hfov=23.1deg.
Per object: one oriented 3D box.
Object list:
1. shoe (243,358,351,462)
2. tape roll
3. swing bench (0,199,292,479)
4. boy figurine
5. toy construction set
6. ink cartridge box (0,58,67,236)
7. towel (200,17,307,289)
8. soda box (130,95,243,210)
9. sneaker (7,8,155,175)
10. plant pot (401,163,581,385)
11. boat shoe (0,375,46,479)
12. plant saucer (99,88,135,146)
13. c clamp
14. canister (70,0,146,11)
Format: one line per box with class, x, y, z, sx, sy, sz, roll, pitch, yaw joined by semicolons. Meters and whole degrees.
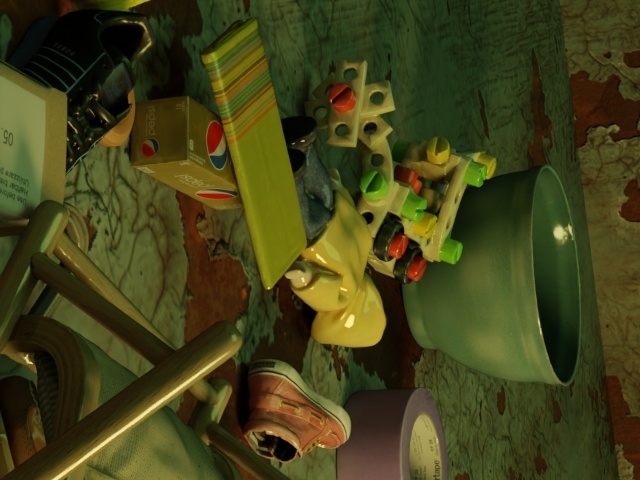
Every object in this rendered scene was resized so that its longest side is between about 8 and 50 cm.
shoe;-0.026;0.194;1.595;0.178;0.063;0.081;48;42;-50
tape roll;0.088;0.269;1.847;0.189;0.080;0.189;-5;90;-69
swing bench;-0.128;0.164;0.868;0.254;0.165;0.253;-51;145;-11
boy figurine;0.000;0.000;1.666;0.177;0.092;0.285;-75;152;-43
toy construction set;0.095;-0.071;1.848;0.328;0.151;0.215;37;75;-53
ink cartridge box;-0.273;-0.058;0.808;0.235;0.193;0.088;30;57;-65
towel;-0.061;-0.081;1.459;0.102;0.021;0.237;-49;131;-56
soda box;-0.108;-0.078;1.442;0.181;0.058;0.061;29;58;-66
sneaker;-0.194;-0.098;1.171;0.232;0.090;0.081;-76;152;-42
plant pot;0.223;0.053;2.093;0.293;0.196;0.293;-5;90;-70
boat shoe;-0.162;0.215;1.110;0.110;0.104;0.307;-125;-161;-58
plant saucer;-0.178;-0.122;1.329;0.083;0.013;0.083;-5;90;-69
c clamp;-0.212;0.031;1.123;0.137;0.022;0.160;84;29;-50
canister;-0.165;-0.282;1.268;0.126;0.073;0.170;-26;113;-26
